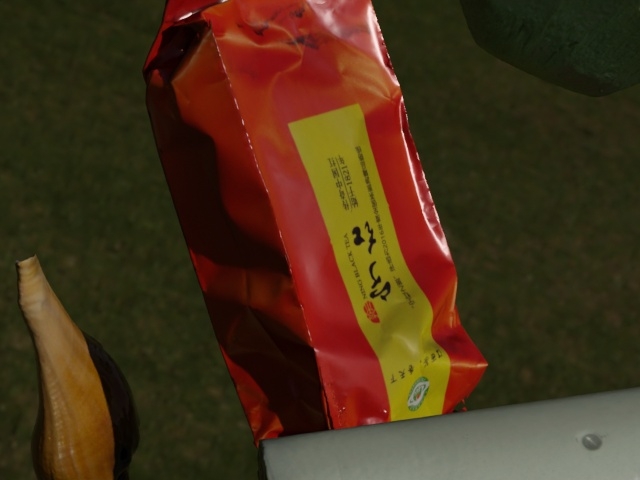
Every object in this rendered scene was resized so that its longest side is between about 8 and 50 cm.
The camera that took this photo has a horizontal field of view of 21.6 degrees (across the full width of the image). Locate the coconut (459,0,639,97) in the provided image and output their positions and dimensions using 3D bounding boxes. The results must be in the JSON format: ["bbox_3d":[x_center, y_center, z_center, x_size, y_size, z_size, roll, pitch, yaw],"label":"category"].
[{"bbox_3d":[0.309,-0.336,1.910,0.328,0.328,0.281,16,10,-15],"label":"coconut"}]

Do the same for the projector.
[{"bbox_3d":[0.135,0.136,0.892,0.338,0.108,0.108,-7,26,-7],"label":"projector"}]

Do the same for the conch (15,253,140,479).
[{"bbox_3d":[-0.209,0.142,1.474,0.093,0.330,0.109,31,51,32],"label":"conch"}]

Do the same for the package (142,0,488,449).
[{"bbox_3d":[0.000,-0.001,1.320,0.196,0.423,0.123,-22,3,-41],"label":"package"}]
